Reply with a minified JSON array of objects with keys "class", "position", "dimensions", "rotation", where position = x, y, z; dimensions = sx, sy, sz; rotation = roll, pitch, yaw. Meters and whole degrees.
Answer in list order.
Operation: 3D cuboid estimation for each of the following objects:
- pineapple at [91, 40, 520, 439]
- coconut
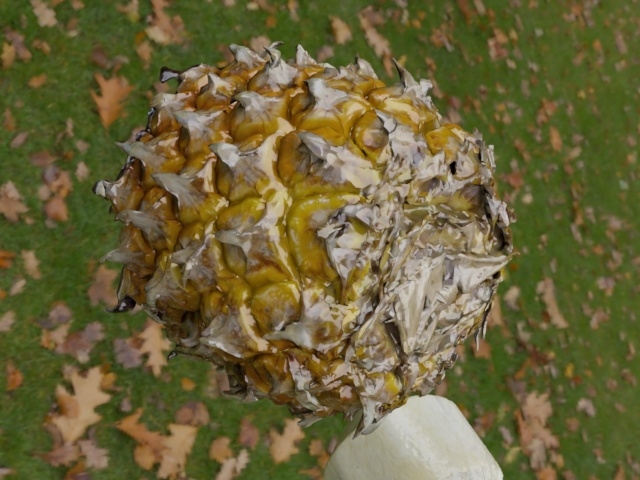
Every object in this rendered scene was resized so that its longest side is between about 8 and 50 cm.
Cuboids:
[{"class":"pineapple","position":[-0.002,0.001,0.865],"dimensions":[0.352,0.300,0.352],"rotation":[-24,126,-37]},{"class":"coconut","position":[0.110,0.293,1.193],"dimensions":[0.202,0.202,0.222],"rotation":[19,25,-47]}]
